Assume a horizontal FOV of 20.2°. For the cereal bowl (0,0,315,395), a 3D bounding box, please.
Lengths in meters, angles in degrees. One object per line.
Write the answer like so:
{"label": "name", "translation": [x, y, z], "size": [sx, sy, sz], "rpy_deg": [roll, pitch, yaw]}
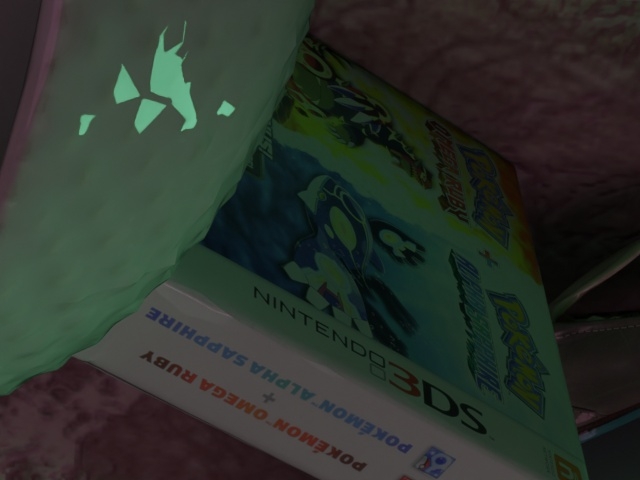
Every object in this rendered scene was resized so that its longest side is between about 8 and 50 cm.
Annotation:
{"label": "cereal bowl", "translation": [-0.111, -0.121, 0.490], "size": [0.141, 0.339, 0.339], "rpy_deg": [-8, 138, -43]}

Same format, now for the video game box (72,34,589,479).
{"label": "video game box", "translation": [0.000, 0.000, 0.627], "size": [0.187, 0.205, 0.048], "rpy_deg": [32, 119, -24]}

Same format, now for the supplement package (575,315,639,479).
{"label": "supplement package", "translation": [0.134, 0.146, 0.744], "size": [0.262, 0.204, 0.145], "rpy_deg": [-5, 127, 2]}

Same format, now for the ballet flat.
{"label": "ballet flat", "translation": [0.167, 0.020, 0.715], "size": [0.213, 0.072, 0.068], "rpy_deg": [-18, 87, -14]}
